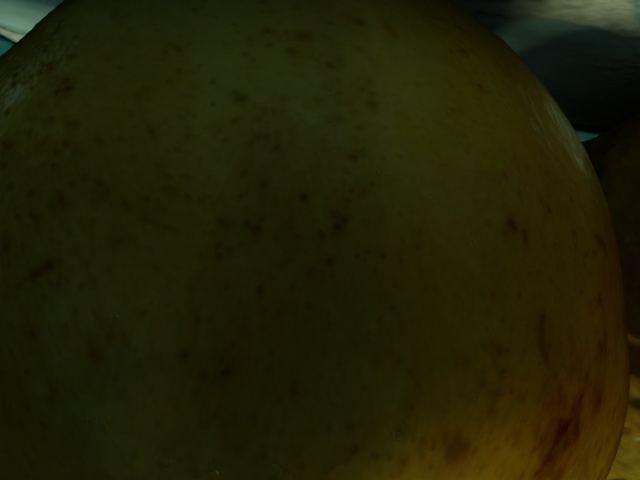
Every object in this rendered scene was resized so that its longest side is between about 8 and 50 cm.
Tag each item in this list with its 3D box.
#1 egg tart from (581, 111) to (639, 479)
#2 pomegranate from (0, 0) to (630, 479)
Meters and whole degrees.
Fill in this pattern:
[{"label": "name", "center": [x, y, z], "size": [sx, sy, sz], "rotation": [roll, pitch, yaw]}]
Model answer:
[{"label": "egg tart", "center": [0.160, 0.033, 0.616], "size": [0.215, 0.215, 0.171], "rotation": [8, 160, -4]}, {"label": "pomegranate", "center": [-0.024, 0.021, 0.496], "size": [0.264, 0.264, 0.264], "rotation": [7, 172, 1]}]
